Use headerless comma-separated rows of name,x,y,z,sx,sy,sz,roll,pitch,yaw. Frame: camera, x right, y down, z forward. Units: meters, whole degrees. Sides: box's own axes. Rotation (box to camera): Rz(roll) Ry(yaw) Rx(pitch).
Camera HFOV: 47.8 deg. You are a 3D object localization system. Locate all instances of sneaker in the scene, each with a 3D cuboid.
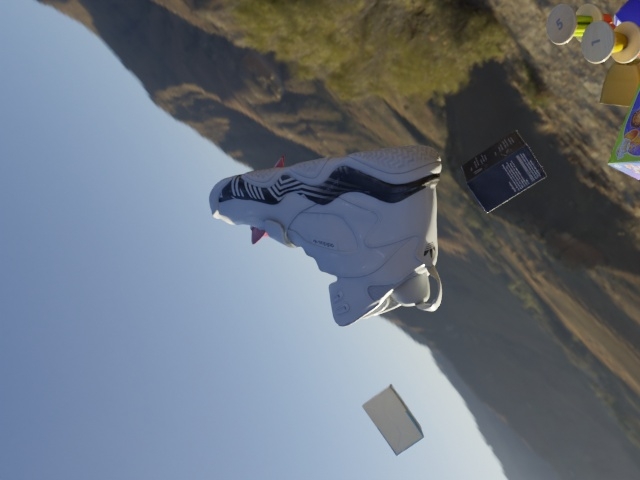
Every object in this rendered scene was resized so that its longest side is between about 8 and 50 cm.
sneaker,0.000,0.000,0.952,0.137,0.365,0.210,-15,-83,-51

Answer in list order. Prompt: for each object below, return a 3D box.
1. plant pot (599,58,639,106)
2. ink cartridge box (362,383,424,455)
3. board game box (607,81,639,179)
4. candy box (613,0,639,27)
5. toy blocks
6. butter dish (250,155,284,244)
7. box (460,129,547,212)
plant pot,0.644,-0.338,1.522,0.081,0.081,0.083,15,127,33
ink cartridge box,0.133,0.320,1.310,0.104,0.061,0.181,55,-179,12
board game box,0.669,-0.284,1.278,0.078,0.347,0.233,23,177,-13
candy box,0.824,-0.455,1.501,0.317,0.268,0.122,48,-165,10
toy blocks,0.398,-0.278,0.968,0.123,0.148,0.054,52,141,46
butter dish,-0.066,-0.067,1.451,0.118,0.160,0.160,15,163,-13
box,0.419,-0.161,1.668,0.093,0.158,0.156,53,-163,-13
